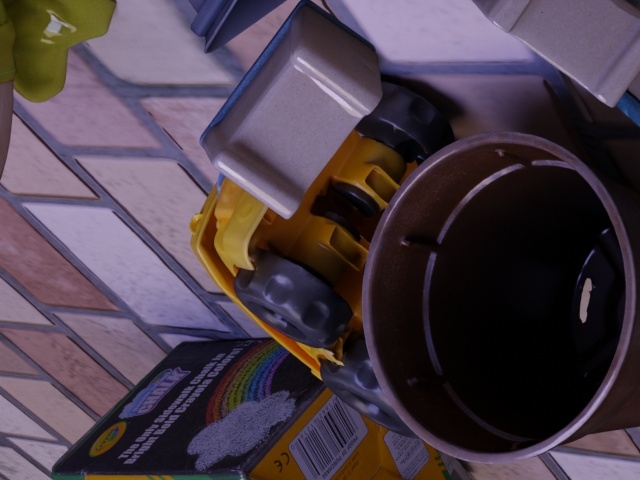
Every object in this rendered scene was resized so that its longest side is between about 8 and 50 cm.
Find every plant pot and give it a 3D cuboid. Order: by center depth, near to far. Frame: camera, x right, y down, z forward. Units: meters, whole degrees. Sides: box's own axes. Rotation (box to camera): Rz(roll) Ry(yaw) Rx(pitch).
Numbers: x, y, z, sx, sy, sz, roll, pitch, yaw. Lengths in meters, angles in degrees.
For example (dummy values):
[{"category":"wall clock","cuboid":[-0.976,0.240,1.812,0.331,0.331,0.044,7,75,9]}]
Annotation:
[{"category":"plant pot","cuboid":[0.137,0.035,0.922,0.167,0.167,0.165,-3,173,41]}]

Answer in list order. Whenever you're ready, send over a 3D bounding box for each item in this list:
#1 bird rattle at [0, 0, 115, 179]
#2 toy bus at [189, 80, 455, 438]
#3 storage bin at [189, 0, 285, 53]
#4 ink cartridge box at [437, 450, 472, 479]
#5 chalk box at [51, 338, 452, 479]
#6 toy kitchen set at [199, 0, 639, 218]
[{"category":"bird rattle","cuboid":[-0.198,-0.110,0.881,0.143,0.207,0.253,-3,161,6]},{"category":"toy bus","cuboid":[0.000,0.000,1.033,0.211,0.149,0.220,16,158,50]},{"category":"storage bin","cuboid":[-0.031,-0.163,0.769,0.091,0.098,0.135,51,153,1]},{"category":"ink cartridge box","cuboid":[0.027,0.166,1.464,0.179,0.045,0.145,18,158,32]},{"category":"chalk box","cuboid":[-0.070,0.196,1.358,0.289,0.180,0.179,-7,118,45]},{"category":"toy kitchen set","cuboid":[0.076,-0.053,0.780,0.207,0.166,0.122,34,-167,-14]}]
